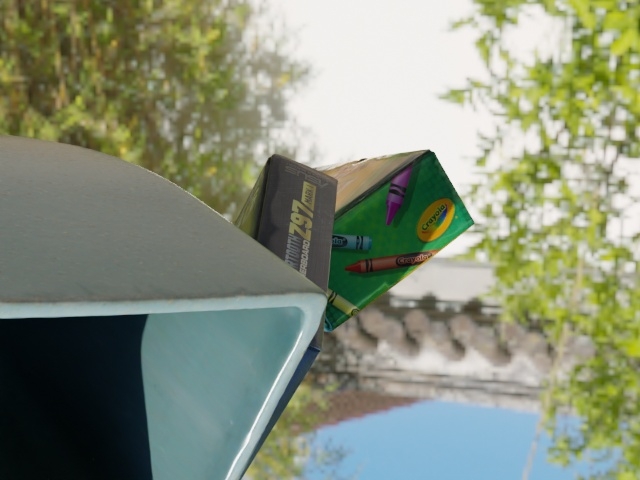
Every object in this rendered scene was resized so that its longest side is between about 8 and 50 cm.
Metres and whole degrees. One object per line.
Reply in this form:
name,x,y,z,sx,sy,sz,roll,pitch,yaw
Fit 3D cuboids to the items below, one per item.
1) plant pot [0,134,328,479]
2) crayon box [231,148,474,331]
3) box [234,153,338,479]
plant pot,-0.199,0.057,0.718,0.247,0.247,0.252,1,-146,-47
crayon box,0.000,0.000,1.171,0.165,0.081,0.278,-36,-167,-19
box,-0.063,0.082,0.885,0.059,0.233,0.183,20,-143,-12
